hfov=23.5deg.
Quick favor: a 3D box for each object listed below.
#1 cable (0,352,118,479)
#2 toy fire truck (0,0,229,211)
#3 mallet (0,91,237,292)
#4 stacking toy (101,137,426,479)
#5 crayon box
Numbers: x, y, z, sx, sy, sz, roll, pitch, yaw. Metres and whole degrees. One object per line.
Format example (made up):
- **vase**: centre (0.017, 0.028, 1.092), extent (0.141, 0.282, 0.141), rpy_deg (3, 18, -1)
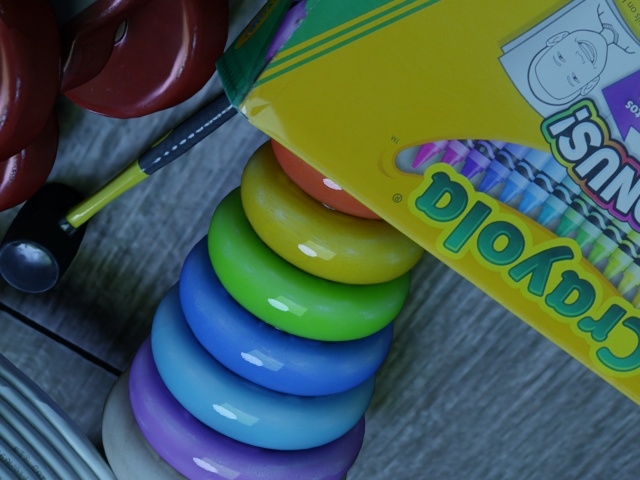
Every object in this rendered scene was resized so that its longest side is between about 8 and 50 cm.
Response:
- **cable**: centre (-0.210, 0.144, 0.904), extent (0.257, 0.089, 0.257), rpy_deg (32, 148, 19)
- **toy fire truck**: centre (-0.208, -0.136, 0.722), extent (0.302, 0.169, 0.254), rpy_deg (-27, 90, 33)
- **mallet**: centre (-0.096, -0.041, 0.823), extent (0.190, 0.062, 0.039), rpy_deg (-36, 111, 20)
- **stacking toy**: centre (0.000, 0.000, 0.772), extent (0.141, 0.141, 0.330), rpy_deg (24, 123, -1)
- **crayon box**: centre (0.116, -0.048, 0.632), extent (0.278, 0.081, 0.165), rpy_deg (35, 101, -18)
